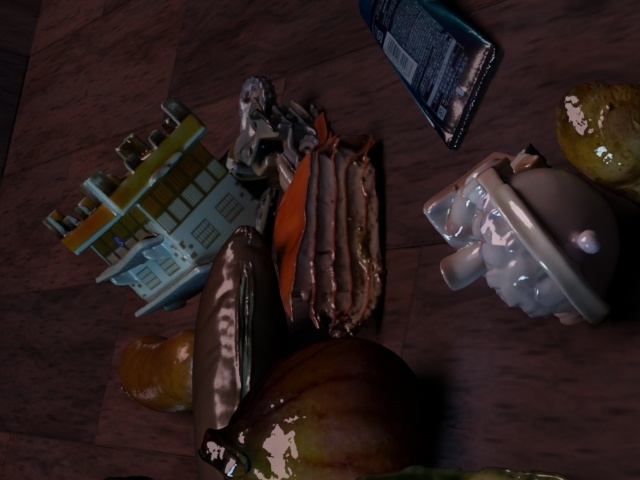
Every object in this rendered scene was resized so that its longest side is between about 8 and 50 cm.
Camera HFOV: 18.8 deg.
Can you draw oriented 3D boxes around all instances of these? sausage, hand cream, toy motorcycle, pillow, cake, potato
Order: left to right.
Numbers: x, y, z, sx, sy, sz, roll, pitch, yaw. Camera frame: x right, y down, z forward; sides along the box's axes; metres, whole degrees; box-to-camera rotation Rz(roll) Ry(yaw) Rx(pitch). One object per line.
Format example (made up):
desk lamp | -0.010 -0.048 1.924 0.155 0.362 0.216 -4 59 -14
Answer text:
sausage | -0.182 0.164 2.453 0.270 0.109 0.109 163 119 -65
pillow | -0.090 0.183 2.144 0.305 0.108 0.308 103 168 -64
toy motorcycle | -0.047 -0.101 2.320 0.229 0.094 0.130 49 127 49
cake | 0.006 0.002 2.111 0.135 0.098 0.287 -51 28 44
hand cream | 0.110 -0.210 2.047 0.120 0.061 0.270 -67 28 24
potato | 0.240 -0.076 1.578 0.066 0.103 0.096 -98 29 -49

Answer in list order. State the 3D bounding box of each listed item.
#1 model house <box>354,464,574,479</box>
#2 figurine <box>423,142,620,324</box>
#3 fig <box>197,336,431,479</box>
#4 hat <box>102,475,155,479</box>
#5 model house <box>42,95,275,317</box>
model house | 0.119 0.360 1.493 0.321 0.261 0.266 -85 -9 -67
figurine | 0.172 0.000 1.628 0.141 0.162 0.237 -41 19 0
fig | 0.000 0.202 1.867 0.235 0.214 0.235 17 -90 -87
hat | -0.207 0.448 2.207 0.332 0.274 0.242 47 138 31
model house | -0.196 -0.032 2.457 0.198 0.215 0.224 -51 9 -31
